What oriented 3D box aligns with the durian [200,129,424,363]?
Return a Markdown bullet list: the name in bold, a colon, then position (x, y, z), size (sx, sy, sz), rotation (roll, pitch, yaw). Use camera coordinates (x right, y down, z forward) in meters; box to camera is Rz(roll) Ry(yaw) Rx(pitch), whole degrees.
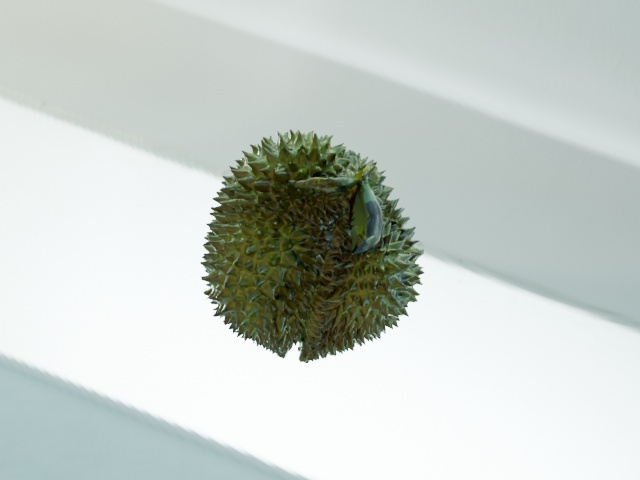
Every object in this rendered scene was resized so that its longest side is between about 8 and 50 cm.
- **durian**: position (-0.013, 0.001, 0.910), size (0.159, 0.146, 0.198), rotation (-17, -40, 11)
